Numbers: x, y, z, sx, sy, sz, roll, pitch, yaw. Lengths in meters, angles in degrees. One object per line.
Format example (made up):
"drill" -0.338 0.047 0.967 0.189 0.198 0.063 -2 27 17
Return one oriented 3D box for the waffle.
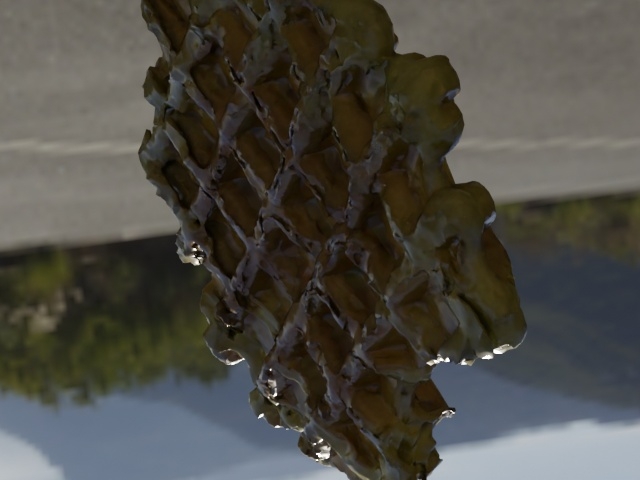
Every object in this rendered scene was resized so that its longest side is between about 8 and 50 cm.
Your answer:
"waffle" 0.002 -0.001 0.884 0.051 0.291 0.291 -25 -175 -27
